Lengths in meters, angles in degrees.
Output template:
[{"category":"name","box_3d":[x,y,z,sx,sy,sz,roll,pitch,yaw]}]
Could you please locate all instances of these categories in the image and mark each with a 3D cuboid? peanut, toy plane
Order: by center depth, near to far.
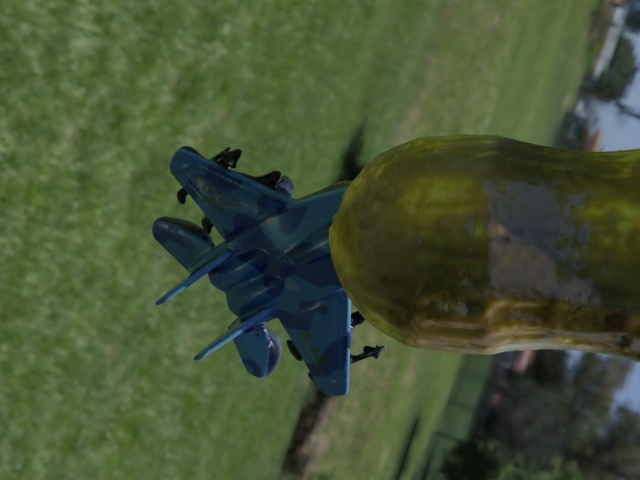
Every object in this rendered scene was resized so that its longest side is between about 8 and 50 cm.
[{"category":"peanut","box_3d":[0.106,0.005,0.578,0.087,0.207,0.087,3,90,-85]},{"category":"toy plane","box_3d":[0.004,-0.004,0.855,0.246,0.169,0.078,-30,-174,38]}]
